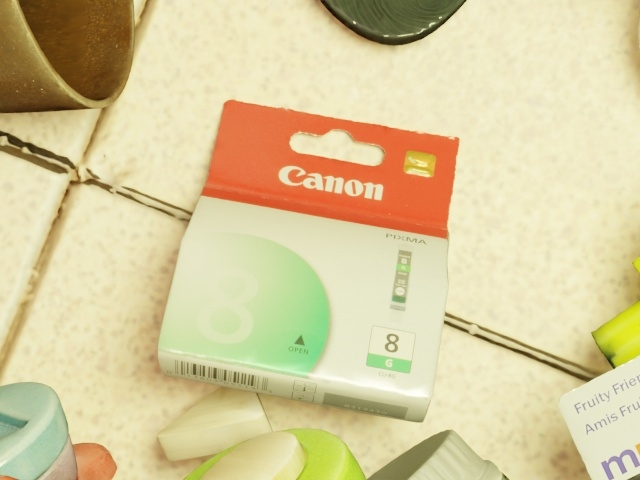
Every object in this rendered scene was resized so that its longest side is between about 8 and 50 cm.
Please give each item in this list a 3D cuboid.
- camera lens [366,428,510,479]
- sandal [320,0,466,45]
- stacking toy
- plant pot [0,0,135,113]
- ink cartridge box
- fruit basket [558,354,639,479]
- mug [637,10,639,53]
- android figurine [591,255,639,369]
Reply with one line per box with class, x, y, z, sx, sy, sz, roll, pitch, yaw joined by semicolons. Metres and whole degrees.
camera lens;0.093;0.289;0.945;0.219;0.219;0.274;-38;87;-1
sandal;0.084;-0.361;1.034;0.168;0.107;0.445;16;87;2
stacking toy;-0.140;0.138;0.909;0.279;0.309;0.130;-28;111;-13
plant pot;-0.275;-0.174;0.998;0.230;0.215;0.215;-10;87;14
ink cartridge box;0.000;0.000;1.005;0.181;0.056;0.224;10;65;1
fruit basket;0.367;0.179;0.942;0.327;0.165;0.353;-26;110;1
mug;0.365;-0.209;0.965;0.328;0.276;0.374;29;118;-5
android figurine;0.327;0.033;0.988;0.273;0.056;0.248;-33;116;11
